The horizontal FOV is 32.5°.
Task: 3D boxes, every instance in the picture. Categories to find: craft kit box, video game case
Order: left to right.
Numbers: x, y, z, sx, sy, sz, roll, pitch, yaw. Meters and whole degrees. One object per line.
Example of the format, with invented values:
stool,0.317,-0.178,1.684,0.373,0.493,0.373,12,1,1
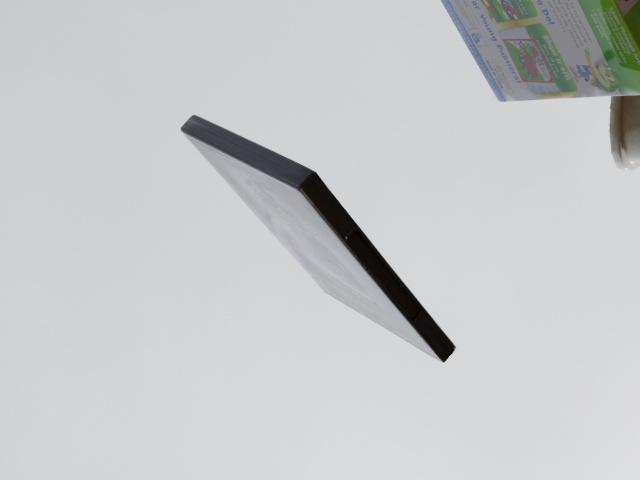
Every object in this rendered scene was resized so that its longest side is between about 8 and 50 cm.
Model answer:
video game case,0.000,0.000,1.030,0.026,0.196,0.274,-50,-49,-10
craft kit box,0.183,-0.240,0.971,0.061,0.246,0.250,-38,-71,-13

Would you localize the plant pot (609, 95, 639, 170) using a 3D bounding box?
plant pot,0.532,-0.212,1.249,0.334,0.305,0.334,-39,-43,-50
